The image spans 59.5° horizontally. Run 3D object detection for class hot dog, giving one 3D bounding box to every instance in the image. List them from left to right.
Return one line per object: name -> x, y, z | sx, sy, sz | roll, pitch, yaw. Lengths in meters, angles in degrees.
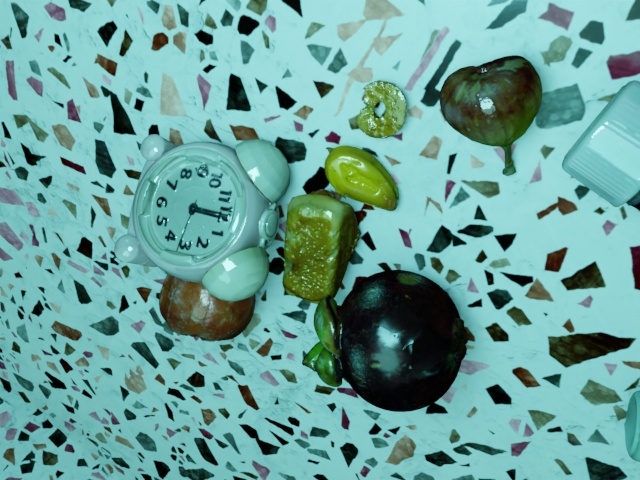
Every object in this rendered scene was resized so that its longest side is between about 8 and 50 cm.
hot dog -> 0.000, 0.000, 1.189 | 0.150, 0.153, 0.256 | 14, 125, 12

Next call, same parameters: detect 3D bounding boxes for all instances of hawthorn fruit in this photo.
hawthorn fruit -> -0.265, 0.106, 1.356 | 0.242, 0.242, 0.271 | 15, 92, 17

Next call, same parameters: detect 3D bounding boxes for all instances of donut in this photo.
donut -> 0.120, -0.247, 1.057 | 0.097, 0.043, 0.108 | 27, 125, 10

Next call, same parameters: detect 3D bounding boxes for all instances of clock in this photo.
clock -> -0.240, -0.057, 1.196 | 0.326, 0.184, 0.342 | 10, 89, 22

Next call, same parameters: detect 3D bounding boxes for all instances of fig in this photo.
fig -> 0.304, -0.218, 0.956 | 0.160, 0.231, 0.143 | -14, 68, 30

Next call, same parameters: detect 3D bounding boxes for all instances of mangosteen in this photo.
mangosteen -> 0.144, 0.207, 1.151 | 0.311, 0.311, 0.311 | 12, 122, 19

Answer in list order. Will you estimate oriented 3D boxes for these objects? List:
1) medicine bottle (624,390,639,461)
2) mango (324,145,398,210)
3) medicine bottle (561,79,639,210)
medicine bottle -> 0.721, 0.379, 1.076 | 0.225, 0.139, 0.139 | 8, 121, 21
mango -> 0.083, -0.127, 1.131 | 0.187, 0.066, 0.101 | 34, 119, -2
medicine bottle -> 0.579, -0.072, 0.838 | 0.395, 0.242, 0.242 | 44, 128, 14
